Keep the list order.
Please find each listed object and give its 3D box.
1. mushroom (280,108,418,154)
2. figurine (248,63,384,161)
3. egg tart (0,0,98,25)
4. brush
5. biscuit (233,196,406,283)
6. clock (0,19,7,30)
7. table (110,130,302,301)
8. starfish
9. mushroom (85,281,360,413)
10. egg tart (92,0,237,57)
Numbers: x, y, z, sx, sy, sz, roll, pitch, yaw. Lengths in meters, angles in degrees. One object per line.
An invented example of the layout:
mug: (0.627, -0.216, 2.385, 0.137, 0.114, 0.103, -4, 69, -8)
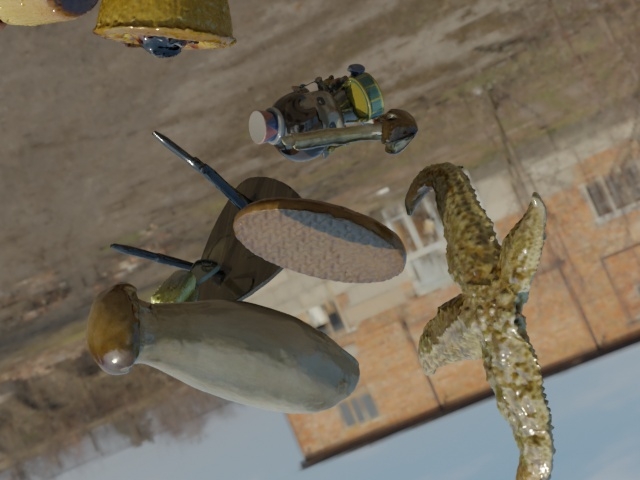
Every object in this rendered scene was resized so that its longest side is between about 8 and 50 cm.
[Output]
mushroom: (0.041, -0.138, 1.340, 0.187, 0.061, 0.060, -9, 178, -2)
figurine: (-0.008, -0.244, 1.958, 0.276, 0.161, 0.158, -29, -177, -17)
egg tart: (-0.476, -0.469, 1.707, 0.147, 0.202, 0.203, 12, -161, 34)
brush: (-0.236, 0.068, 1.722, 0.068, 0.060, 0.297, 8, -160, 8)
biscuit: (0.000, -0.001, 1.420, 0.262, 0.037, 0.262, 13, 159, 5)
clock: (-0.667, -0.522, 1.982, 0.051, 0.205, 0.205, 1, 177, 1)
table: (-0.205, -0.058, 1.850, 0.317, 0.317, 0.249, -25, 135, 34)
starfish: (0.205, 0.118, 1.334, 0.083, 0.431, 0.324, -10, -165, -27)
mushroom: (-0.111, 0.132, 1.184, 0.350, 0.128, 0.128, 15, 155, -31)
egg tart: (-0.226, -0.357, 1.467, 0.215, 0.170, 0.215, 5, -175, 0)
